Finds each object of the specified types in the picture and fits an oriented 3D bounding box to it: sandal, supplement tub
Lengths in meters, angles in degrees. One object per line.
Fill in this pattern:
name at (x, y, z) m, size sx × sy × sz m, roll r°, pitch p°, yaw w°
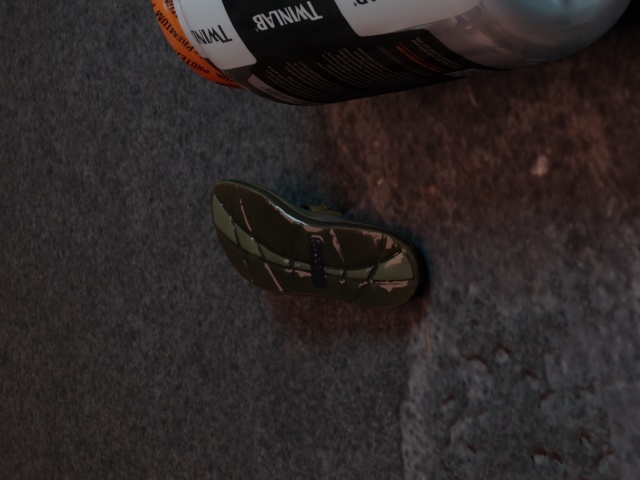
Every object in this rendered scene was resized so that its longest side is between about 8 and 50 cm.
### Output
sandal at (0.000, 0.000, 1.313) m, size 0.219 × 0.060 × 0.090 m, roll 11°, pitch 112°, yaw 36°
supplement tub at (0.037, -0.204, 1.097) m, size 0.338 × 0.207 × 0.207 m, roll -5°, pitch 93°, yaw 52°
